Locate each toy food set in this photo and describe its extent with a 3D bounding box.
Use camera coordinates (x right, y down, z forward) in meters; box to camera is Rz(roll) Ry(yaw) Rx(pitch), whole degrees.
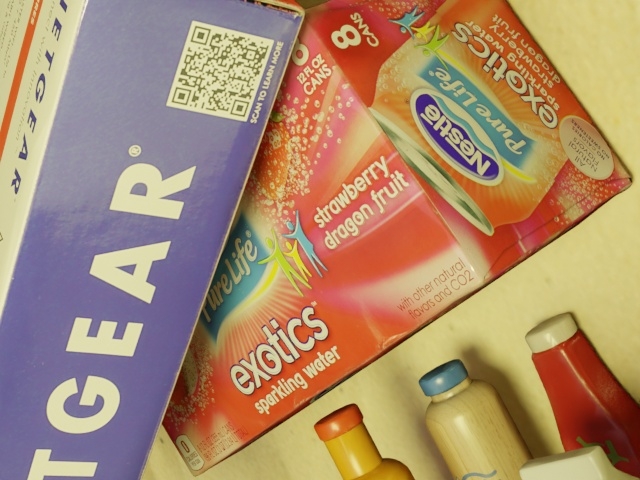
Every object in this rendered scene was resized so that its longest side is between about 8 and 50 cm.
[{"bbox_3d":[0.108,0.089,0.468,0.232,0.111,0.104,-28,91,48],"label":"toy food set"}]

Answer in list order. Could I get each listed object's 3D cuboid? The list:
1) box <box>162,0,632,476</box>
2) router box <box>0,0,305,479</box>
[{"bbox_3d":[0.000,0.000,0.518,0.128,0.122,0.257,57,138,7],"label":"box"},{"bbox_3d":[-0.152,-0.016,0.536,0.301,0.082,0.335,52,127,51],"label":"router box"}]
